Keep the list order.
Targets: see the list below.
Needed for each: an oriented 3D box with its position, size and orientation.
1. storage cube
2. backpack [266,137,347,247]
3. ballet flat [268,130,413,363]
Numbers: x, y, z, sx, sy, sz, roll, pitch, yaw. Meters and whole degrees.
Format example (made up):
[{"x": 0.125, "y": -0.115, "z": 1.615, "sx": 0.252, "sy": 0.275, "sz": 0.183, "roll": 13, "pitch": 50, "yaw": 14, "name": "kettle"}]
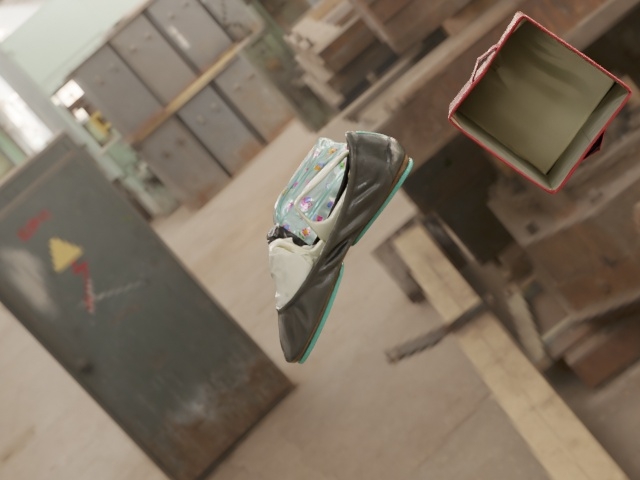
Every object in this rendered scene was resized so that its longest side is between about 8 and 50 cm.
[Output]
[{"x": 0.313, "y": -0.203, "z": 1.780, "sx": 0.183, "sy": 0.215, "sz": 0.193, "roll": -55, "pitch": 2, "yaw": 14, "name": "storage cube"}, {"x": 0.005, "y": -0.047, "z": 1.666, "sx": 0.182, "sy": 0.115, "sz": 0.152, "roll": -56, "pitch": -3, "yaw": -8, "name": "backpack"}, {"x": 0.000, "y": 0.000, "z": 1.388, "sx": 0.280, "sy": 0.096, "sz": 0.095, "roll": -62, "pitch": 10, "yaw": 2, "name": "ballet flat"}]
